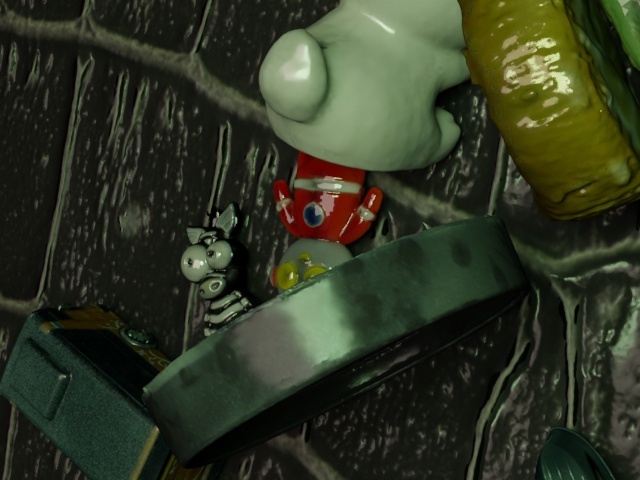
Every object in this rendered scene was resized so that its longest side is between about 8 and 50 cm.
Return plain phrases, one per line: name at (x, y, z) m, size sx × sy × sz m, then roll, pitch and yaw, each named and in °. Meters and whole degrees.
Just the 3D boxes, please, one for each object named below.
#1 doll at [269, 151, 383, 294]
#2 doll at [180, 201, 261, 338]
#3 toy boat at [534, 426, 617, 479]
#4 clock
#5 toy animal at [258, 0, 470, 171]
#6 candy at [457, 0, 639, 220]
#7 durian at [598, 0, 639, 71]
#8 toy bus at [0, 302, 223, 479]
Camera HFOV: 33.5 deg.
doll at (0.000, 0.000, 1.209) m, size 0.142 × 0.076 × 0.245 m, roll 9°, pitch 89°, yaw 34°
doll at (-0.115, 0.062, 1.285) m, size 0.091 × 0.067 × 0.219 m, roll -24°, pitch 74°, yaw 34°
toy boat at (0.270, 0.292, 1.021) m, size 0.093 × 0.103 × 0.246 m, roll -45°, pitch 51°, yaw 38°
clock at (0.020, 0.102, 1.011) m, size 0.386 × 0.386 × 0.076 m, roll -33°, pitch 76°, yaw 28°
toy animal at (0.072, -0.255, 1.069) m, size 0.196 × 0.241 × 0.367 m, roll 32°, pitch 106°, yaw 28°
candy at (0.215, -0.145, 0.966) m, size 0.118 × 0.260 × 0.260 m, roll -23°, pitch 76°, yaw 23°
durian at (0.320, -0.220, 0.949) m, size 0.157 × 0.169 × 0.355 m, roll -38°, pitch 63°, yaw 28°
toy bus at (-0.253, 0.198, 1.311) m, size 0.275 × 0.167 × 0.138 m, roll 34°, pitch 107°, yaw 30°
